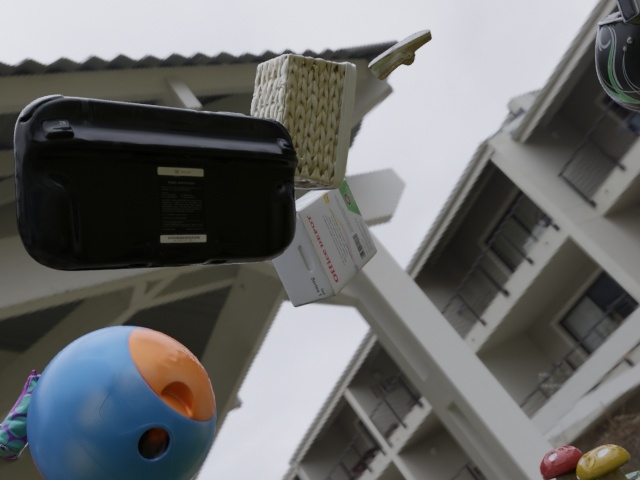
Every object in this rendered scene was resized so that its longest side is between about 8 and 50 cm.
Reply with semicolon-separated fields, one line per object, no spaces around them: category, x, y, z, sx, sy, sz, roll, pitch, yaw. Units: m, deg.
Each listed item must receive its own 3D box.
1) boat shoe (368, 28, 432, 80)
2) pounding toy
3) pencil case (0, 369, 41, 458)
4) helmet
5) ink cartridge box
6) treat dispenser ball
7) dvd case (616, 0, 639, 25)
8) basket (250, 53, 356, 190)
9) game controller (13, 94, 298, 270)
boat shoe;0.158;-0.353;1.414;0.135;0.045;0.050;-27;23;26
pounding toy;0.263;0.259;0.731;0.237;0.110;0.183;-4;-28;-49
pencil case;-0.542;0.319;1.356;0.065;0.070;0.151;-16;38;44
helmet;0.495;-0.267;1.096;0.170;0.161;0.169;-20;14;5
ink cartridge box;0.000;0.000;1.673;0.117;0.201;0.278;-19;10;29
treat dispenser ball;-0.309;0.279;1.169;0.288;0.288;0.288;-29;-28;-17
dvd case;0.414;-0.378;0.942;0.179;0.238;0.030;-5;-14;-32
basket;-0.030;-0.155;0.978;0.103;0.113;0.167;8;-92;-29
game controller;-0.152;-0.056;0.771;0.319;0.067;0.166;-1;-83;-41
